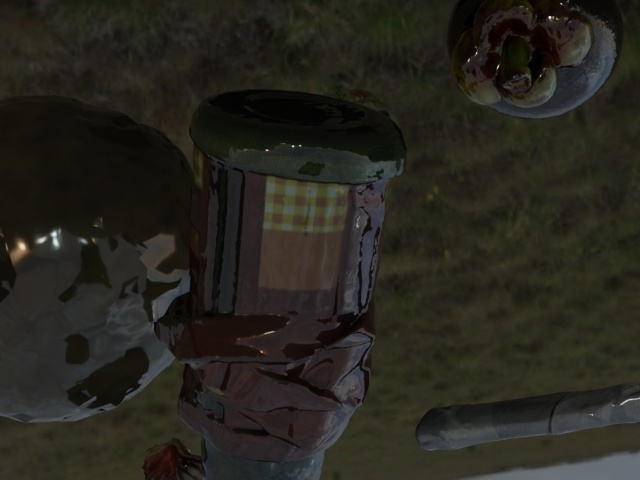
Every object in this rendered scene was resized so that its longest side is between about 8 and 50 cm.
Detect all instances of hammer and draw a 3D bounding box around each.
[{"bbox_3d":[0.242,0.115,0.650,0.427,0.044,0.152,-17,-165,36],"label":"hammer"}]

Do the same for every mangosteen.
[{"bbox_3d":[0.225,-0.218,1.006,0.194,0.194,0.230,-18,-170,37],"label":"mangosteen"}]

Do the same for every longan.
[{"bbox_3d":[-0.316,0.017,1.082,0.391,0.391,0.391,-7,165,-2],"label":"longan"}]

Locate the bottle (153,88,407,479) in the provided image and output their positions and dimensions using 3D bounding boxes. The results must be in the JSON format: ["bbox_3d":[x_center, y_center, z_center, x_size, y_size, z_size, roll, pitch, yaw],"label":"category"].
[{"bbox_3d":[-0.034,0.045,0.593,0.143,0.271,0.156,3,-159,-14],"label":"bottle"}]

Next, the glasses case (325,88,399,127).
[{"bbox_3d":[0.000,0.000,1.139,0.156,0.098,0.425,-20,142,-26],"label":"glasses case"}]

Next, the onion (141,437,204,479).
[{"bbox_3d":[-0.142,0.387,1.121,0.267,0.159,0.348,-27,-157,2],"label":"onion"}]
